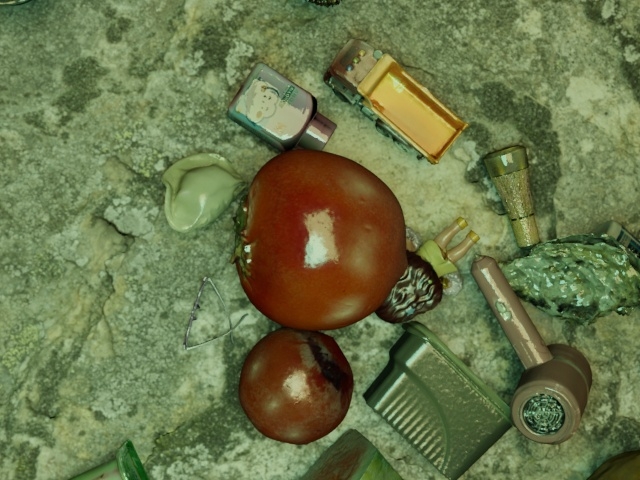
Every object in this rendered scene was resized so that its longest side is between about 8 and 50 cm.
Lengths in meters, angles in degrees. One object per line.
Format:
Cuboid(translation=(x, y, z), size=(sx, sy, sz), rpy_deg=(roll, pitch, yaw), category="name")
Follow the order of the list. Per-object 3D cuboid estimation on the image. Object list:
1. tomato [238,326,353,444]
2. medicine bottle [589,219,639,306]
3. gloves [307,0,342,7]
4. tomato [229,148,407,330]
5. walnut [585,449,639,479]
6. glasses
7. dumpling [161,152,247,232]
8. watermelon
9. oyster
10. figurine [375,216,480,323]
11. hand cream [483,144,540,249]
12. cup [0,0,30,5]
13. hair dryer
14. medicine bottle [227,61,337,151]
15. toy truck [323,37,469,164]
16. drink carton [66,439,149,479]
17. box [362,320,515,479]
Cuboid(translation=(-0.038, 0.253, 1.689), size=(0.208, 0.208, 0.184), rpy_deg=(39, 113, -4), category="tomato")
Cuboid(translation=(0.599, 0.058, 1.838), size=(0.191, 0.107, 0.107), rpy_deg=(40, 82, -4), category="medicine bottle")
Cuboid(translation=(0.006, -0.563, 1.781), size=(0.210, 0.135, 0.312), rpy_deg=(41, 60, -24), category="gloves")
Cuboid(translation=(0.000, 0.000, 1.661), size=(0.321, 0.321, 0.322), rpy_deg=(0, 86, -8), category="tomato")
Cuboid(translation=(0.601, 0.572, 1.702), size=(0.354, 0.308, 0.398), rpy_deg=(30, 84, 16), category="walnut")
Cuboid(translation=(-0.188, 0.147, 1.751), size=(0.103, 0.062, 0.140), rpy_deg=(19, 85, -7), category="glasses")
Cuboid(translation=(-0.231, -0.096, 1.744), size=(0.134, 0.100, 0.169), rpy_deg=(42, 80, 9), category="dumpling")
Cuboid(translation=(0.061, 0.476, 1.712), size=(0.193, 0.231, 0.310), rpy_deg=(-42, 137, -10), category="watermelon")
Cuboid(translation=(0.474, 0.081, 1.777), size=(0.198, 0.267, 0.112), rpy_deg=(55, 44, -17), category="oyster")
Cuboid(translation=(0.190, 0.056, 1.779), size=(0.240, 0.116, 0.175), rpy_deg=(-43, 93, -8), category="figurine")
Cuboid(translation=(0.380, -0.079, 1.836), size=(0.084, 0.084, 0.203), rpy_deg=(-18, 94, -8), category="hand cream")
Cuboid(translation=(-0.557, -0.495, 1.697), size=(0.199, 0.150, 0.199), rpy_deg=(0, 87, -8), category="cup")
Cuboid(translation=(0.363, 0.183, 1.735), size=(0.125, 0.210, 0.352), rpy_deg=(-32, 89, 25), category="hair dryer")
Cuboid(translation=(-0.067, -0.233, 1.773), size=(0.188, 0.094, 0.119), rpy_deg=(32, 85, -4), category="medicine bottle")
Cuboid(translation=(0.135, -0.258, 1.781), size=(0.270, 0.135, 0.114), rpy_deg=(40, 83, -4), category="toy truck")
Cuboid(translation=(-0.380, 0.453, 1.672), size=(0.142, 0.144, 0.146), rpy_deg=(-23, 89, -2), category="drink carton")
Cuboid(translation=(0.212, 0.299, 1.762), size=(0.274, 0.138, 0.178), rpy_deg=(43, 87, -3), category="box")
